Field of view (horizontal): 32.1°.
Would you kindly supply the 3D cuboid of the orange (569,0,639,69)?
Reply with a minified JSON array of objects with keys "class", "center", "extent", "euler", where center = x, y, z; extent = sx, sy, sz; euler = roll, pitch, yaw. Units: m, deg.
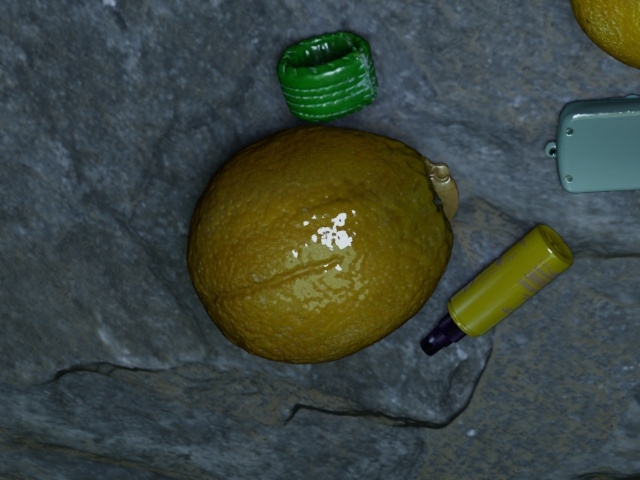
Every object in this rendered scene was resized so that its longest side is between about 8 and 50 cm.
[{"class":"orange","center":[0.420,-0.329,1.309],"extent":[0.274,0.274,0.274],"euler":[2,122,3]}]

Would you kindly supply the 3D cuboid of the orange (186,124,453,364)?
[{"class":"orange","center":[0.000,0.000,1.513],"extent":[0.357,0.322,0.322],"euler":[-21,117,22]}]

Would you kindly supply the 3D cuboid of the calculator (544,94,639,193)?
[{"class":"calculator","center":[0.438,-0.134,1.556],"extent":[0.246,0.045,0.141],"euler":[-4,121,7]}]

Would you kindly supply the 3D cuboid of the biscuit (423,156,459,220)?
[{"class":"biscuit","center":[0.131,-0.037,1.653],"extent":[0.184,0.027,0.133],"euler":[-31,113,21]}]

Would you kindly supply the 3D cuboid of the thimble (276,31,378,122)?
[{"class":"thimble","center":[0.013,-0.221,1.498],"extent":[0.130,0.118,0.090],"euler":[2,127,25]}]

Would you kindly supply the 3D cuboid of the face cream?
[{"class":"face cream","center":[0.256,0.087,1.688],"extent":[0.078,0.078,0.273],"euler":[38,117,-18]}]
